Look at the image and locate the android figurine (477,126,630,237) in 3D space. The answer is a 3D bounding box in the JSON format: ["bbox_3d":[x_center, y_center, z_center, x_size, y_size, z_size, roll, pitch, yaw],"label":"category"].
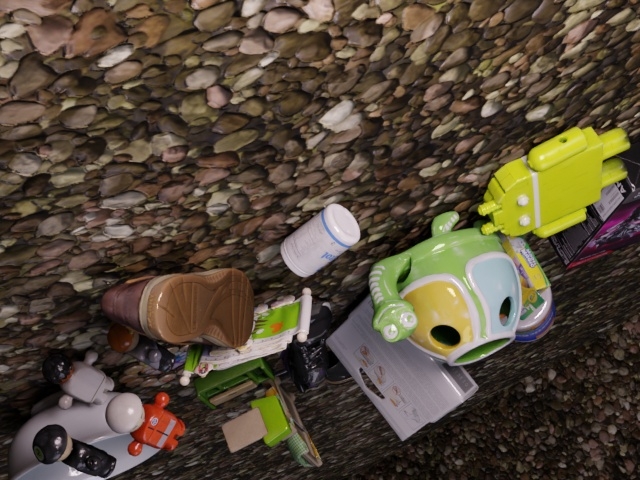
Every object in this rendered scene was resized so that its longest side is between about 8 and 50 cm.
[{"bbox_3d":[0.391,-0.091,1.459,0.272,0.056,0.248,-24,145,-2],"label":"android figurine"}]

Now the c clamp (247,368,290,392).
[{"bbox_3d":[-0.101,0.308,1.978,0.160,0.022,0.137,-23,164,-7],"label":"c clamp"}]

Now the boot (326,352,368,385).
[{"bbox_3d":[0.087,0.281,2.040,0.197,0.077,0.137,-28,153,7],"label":"boot"}]

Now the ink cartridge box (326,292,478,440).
[{"bbox_3d":[0.157,0.247,1.748,0.060,0.275,0.239,-30,167,-37],"label":"ink cartridge box"}]

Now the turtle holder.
[{"bbox_3d":[0.229,0.093,1.528,0.243,0.228,0.320,-29,158,14],"label":"turtle holder"}]

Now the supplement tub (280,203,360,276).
[{"bbox_3d":[0.000,0.000,1.290,0.107,0.071,0.071,-37,155,30],"label":"supplement tub"}]

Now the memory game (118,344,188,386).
[{"bbox_3d":[-0.287,0.233,1.616,0.186,0.012,0.186,-21,159,-9],"label":"memory game"}]

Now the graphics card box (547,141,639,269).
[{"bbox_3d":[0.621,-0.083,1.711,0.232,0.094,0.371,-18,157,-13],"label":"graphics card box"}]

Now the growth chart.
[{"bbox_3d":[-0.121,0.156,1.448,0.237,0.172,0.021,-20,117,3],"label":"growth chart"}]

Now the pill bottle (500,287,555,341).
[{"bbox_3d":[0.476,0.157,2.037,0.152,0.152,0.272,-28,158,9],"label":"pill bottle"}]

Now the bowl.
[{"bbox_3d":[-0.437,0.350,1.565,0.297,0.134,0.298,-20,158,-9],"label":"bowl"}]

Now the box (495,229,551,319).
[{"bbox_3d":[0.374,0.056,1.657,0.043,0.179,0.105,-14,157,-23],"label":"box"}]

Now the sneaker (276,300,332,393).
[{"bbox_3d":[-0.014,0.216,1.705,0.107,0.124,0.283,-18,158,-15],"label":"sneaker"}]

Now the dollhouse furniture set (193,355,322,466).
[{"bbox_3d":[-0.128,0.398,1.861,0.151,0.198,0.301,-26,150,1],"label":"dollhouse furniture set"}]

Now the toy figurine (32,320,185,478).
[{"bbox_3d":[-0.331,0.244,1.334,0.213,0.210,0.148,-24,143,18],"label":"toy figurine"}]

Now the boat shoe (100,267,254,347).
[{"bbox_3d":[-0.204,0.100,1.291,0.123,0.123,0.342,2,178,20],"label":"boat shoe"}]
